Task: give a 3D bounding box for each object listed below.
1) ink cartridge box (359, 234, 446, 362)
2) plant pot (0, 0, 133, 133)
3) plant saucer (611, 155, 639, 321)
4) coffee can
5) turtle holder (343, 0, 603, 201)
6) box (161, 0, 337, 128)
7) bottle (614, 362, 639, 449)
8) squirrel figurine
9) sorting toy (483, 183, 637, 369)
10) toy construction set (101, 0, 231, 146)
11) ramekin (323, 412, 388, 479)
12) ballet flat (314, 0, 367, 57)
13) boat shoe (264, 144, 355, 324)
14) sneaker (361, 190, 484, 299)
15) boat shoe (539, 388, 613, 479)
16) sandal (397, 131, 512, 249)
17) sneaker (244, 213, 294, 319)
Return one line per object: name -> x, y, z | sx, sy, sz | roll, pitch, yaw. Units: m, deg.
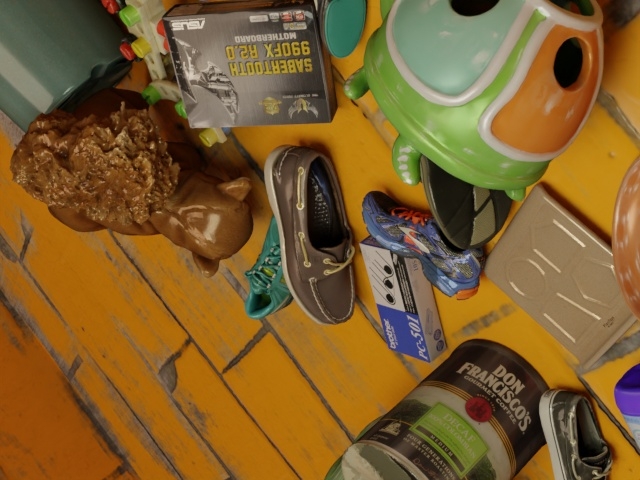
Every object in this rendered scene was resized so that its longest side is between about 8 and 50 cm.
ink cartridge box -> 0.134, 0.090, 1.464 | 0.097, 0.046, 0.207 | 14, 129, 46
plant pot -> -0.536, -0.385, 1.657 | 0.334, 0.341, 0.341 | 50, 147, -5
plant saucer -> 0.383, -0.001, 1.007 | 0.200, 0.037, 0.200 | 179, 90, -82
coffee can -> 0.196, 0.306, 1.366 | 0.201, 0.275, 0.202 | 31, 140, 31
turtle holder -> 0.182, -0.218, 1.014 | 0.243, 0.320, 0.227 | 20, 132, -16
box -> -0.101, -0.261, 1.349 | 0.231, 0.056, 0.183 | 1, 123, 16
bottle -> 0.482, 0.286, 1.160 | 0.118, 0.092, 0.283 | -17, 105, 54
squirrel figurine -> -0.307, -0.086, 1.571 | 0.370, 0.281, 0.397 | 30, -175, 18
sorting toy -> 0.325, 0.048, 1.208 | 0.208, 0.038, 0.193 | 48, 146, 19
toy construction set -> -0.228, -0.324, 1.460 | 0.215, 0.151, 0.328 | 36, 142, 27
ramekin -> 0.160, 0.428, 1.506 | 0.303, 0.303, 0.148 | 41, 137, 20
ballet flat -> 0.024, -0.343, 1.219 | 0.074, 0.074, 0.203 | 34, 147, 29
boat shoe -> 0.000, 0.000, 1.495 | 0.096, 0.116, 0.324 | 10, 120, 51
sneaker -> 0.155, -0.012, 1.338 | 0.221, 0.083, 0.087 | 37, 126, 21
boat shoe -> 0.382, 0.319, 1.326 | 0.070, 0.077, 0.219 | -2, 115, 53
sandal -> 0.158, -0.133, 1.210 | 0.303, 0.120, 0.086 | 62, 173, -7
sneaker -> -0.076, 0.050, 1.631 | 0.107, 0.110, 0.275 | 40, 143, 21
